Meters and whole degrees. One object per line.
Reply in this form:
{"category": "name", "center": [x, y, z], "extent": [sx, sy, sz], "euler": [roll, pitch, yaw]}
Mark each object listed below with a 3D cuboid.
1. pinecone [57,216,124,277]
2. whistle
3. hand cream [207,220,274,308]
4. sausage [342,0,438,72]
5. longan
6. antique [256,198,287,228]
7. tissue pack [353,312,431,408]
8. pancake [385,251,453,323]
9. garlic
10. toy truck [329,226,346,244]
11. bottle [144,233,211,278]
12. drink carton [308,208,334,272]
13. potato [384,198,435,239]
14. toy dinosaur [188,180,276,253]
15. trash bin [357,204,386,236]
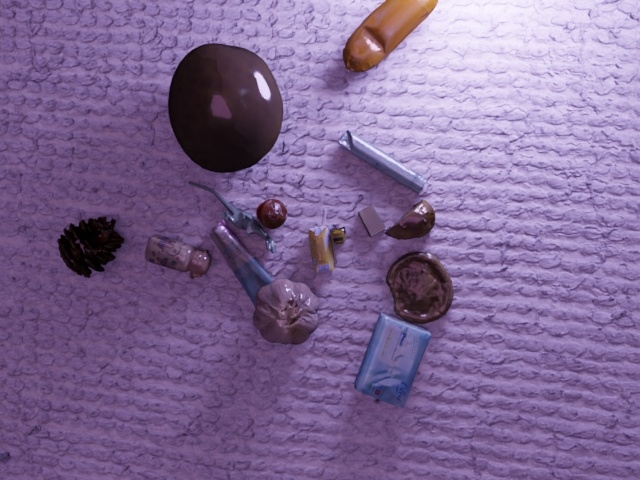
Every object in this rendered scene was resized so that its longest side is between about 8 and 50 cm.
{"category": "pinecone", "center": [-0.759, 0.017, 1.912], "extent": [0.204, 0.179, 0.184], "euler": [-20, 113, -11]}
{"category": "whistle", "center": [0.201, -0.255, 1.859], "extent": [0.312, 0.062, 0.062], "euler": [32, 95, 3]}
{"category": "hand cream", "center": [-0.260, 0.082, 1.916], "extent": [0.111, 0.070, 0.312], "euler": [-37, 94, 2]}
{"category": "sausage", "center": [0.207, -0.669, 1.815], "extent": [0.354, 0.116, 0.134], "euler": [-41, 103, 9]}
{"category": "longan", "center": [-0.297, -0.406, 1.771], "extent": [0.404, 0.336, 0.405], "euler": [8, 102, 42]}
{"category": "antique", "center": [-0.155, -0.086, 1.881], "extent": [0.103, 0.104, 0.104], "euler": [0, 92, 6]}
{"category": "tissue pack", "center": [0.232, 0.388, 1.869], "extent": [0.177, 0.089, 0.264], "euler": [20, 95, 2]}
{"category": "pancake", "center": [0.322, 0.154, 1.873], "extent": [0.222, 0.042, 0.237], "euler": [4, 92, 7]}
{"category": "garlic", "center": [-0.108, 0.232, 1.860], "extent": [0.227, 0.152, 0.228], "euler": [0, 98, -2]}
{"category": "toy truck", "center": [0.059, -0.016, 1.870], "extent": [0.049, 0.083, 0.054], "euler": [-8, 91, 6]}
{"category": "bottle", "center": [-0.471, 0.059, 1.918], "extent": [0.209, 0.097, 0.110], "euler": [17, 94, 5]}
{"category": "drink carton", "center": [0.000, 0.000, 1.877], "extent": [0.074, 0.084, 0.200], "euler": [-9, 94, 7]}
{"category": "potato", "center": [0.300, -0.048, 1.832], "extent": [0.172, 0.089, 0.101], "euler": [-37, 95, -6]}
{"category": "toy dinosaur", "center": [-0.288, -0.094, 1.879], "extent": [0.383, 0.129, 0.076], "euler": [44, 89, 3]}
{"category": "trash bin", "center": [0.167, -0.064, 1.881], "extent": [0.060, 0.043, 0.092], "euler": [-29, 86, 6]}
